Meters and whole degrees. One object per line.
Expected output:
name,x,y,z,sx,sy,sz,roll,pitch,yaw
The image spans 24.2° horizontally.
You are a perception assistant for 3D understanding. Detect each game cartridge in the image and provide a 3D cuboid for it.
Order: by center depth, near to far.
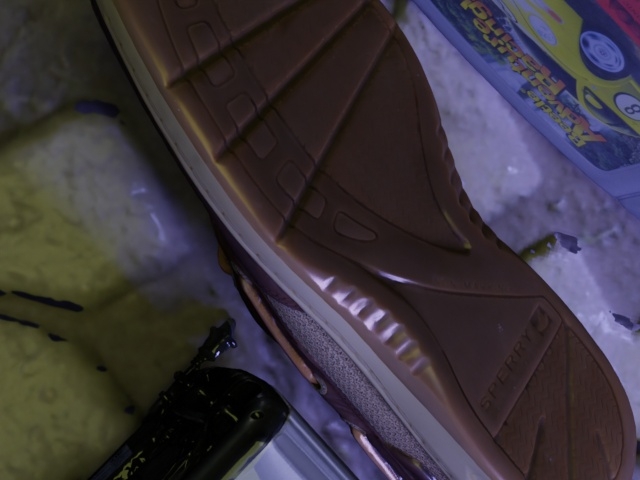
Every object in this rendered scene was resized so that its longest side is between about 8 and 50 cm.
game cartridge,0.124,-0.102,0.647,0.294,0.196,0.060,44,79,-8

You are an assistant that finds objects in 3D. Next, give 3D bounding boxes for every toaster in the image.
toaster,-0.053,0.137,0.616,0.186,0.168,0.110,-45,101,-10

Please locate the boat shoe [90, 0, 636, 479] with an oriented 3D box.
boat shoe,0.000,0.000,0.652,0.342,0.123,0.123,51,54,-16
